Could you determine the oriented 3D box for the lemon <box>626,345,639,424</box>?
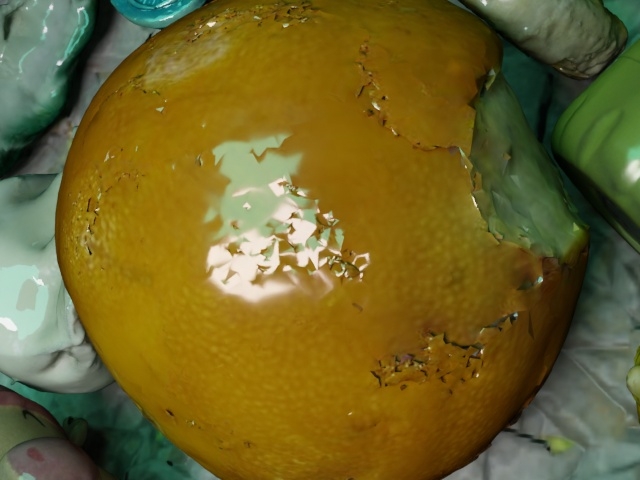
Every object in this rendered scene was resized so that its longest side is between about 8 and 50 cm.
[{"bbox_3d":[0.210,0.065,0.426,0.203,0.178,0.178,7,72,-8],"label":"lemon"}]

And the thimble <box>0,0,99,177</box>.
[{"bbox_3d":[-0.255,-0.166,0.695,0.167,0.254,0.288,21,69,28],"label":"thimble"}]

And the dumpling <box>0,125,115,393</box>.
[{"bbox_3d":[-0.146,0.007,0.640,0.093,0.176,0.150,2,87,8],"label":"dumpling"}]

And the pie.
[{"bbox_3d":[0.067,-0.148,0.574,0.046,0.195,0.195,-50,58,15],"label":"pie"}]

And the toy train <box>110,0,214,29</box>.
[{"bbox_3d":[-0.047,-0.180,0.690,0.154,0.107,0.197,-18,65,10],"label":"toy train"}]

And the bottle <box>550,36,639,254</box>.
[{"bbox_3d":[0.230,-0.097,0.518,0.260,0.112,0.112,-44,59,5],"label":"bottle"}]

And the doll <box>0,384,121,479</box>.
[{"bbox_3d":[-0.142,0.172,0.556,0.152,0.196,0.256,-45,65,5],"label":"doll"}]

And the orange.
[{"bbox_3d":[0.000,0.000,0.523,0.240,0.240,0.240,-9,68,22],"label":"orange"}]
